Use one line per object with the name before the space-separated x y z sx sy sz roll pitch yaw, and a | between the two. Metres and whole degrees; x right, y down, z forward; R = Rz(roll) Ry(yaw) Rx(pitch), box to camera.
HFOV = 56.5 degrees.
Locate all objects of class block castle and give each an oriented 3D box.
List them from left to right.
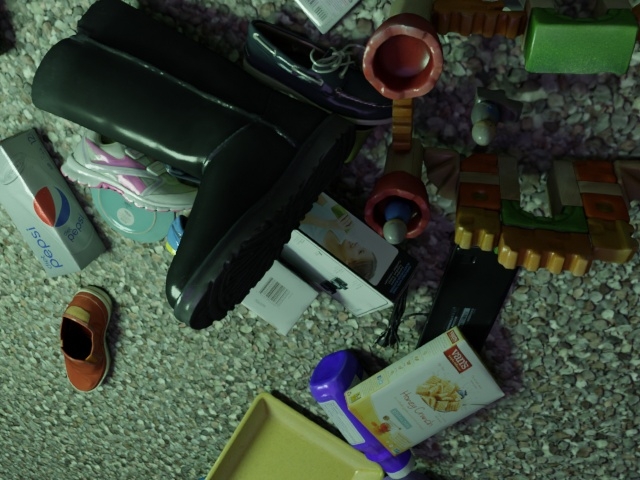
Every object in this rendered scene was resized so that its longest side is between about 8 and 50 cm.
block castle | 0.280 -0.120 0.704 0.453 0.213 0.303 5 133 9

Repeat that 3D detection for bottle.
bottle | 0.091 0.355 1.190 0.092 0.118 0.283 -25 110 31

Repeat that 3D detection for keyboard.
keyboard | 0.206 0.125 1.032 0.201 0.033 0.317 7 124 -9

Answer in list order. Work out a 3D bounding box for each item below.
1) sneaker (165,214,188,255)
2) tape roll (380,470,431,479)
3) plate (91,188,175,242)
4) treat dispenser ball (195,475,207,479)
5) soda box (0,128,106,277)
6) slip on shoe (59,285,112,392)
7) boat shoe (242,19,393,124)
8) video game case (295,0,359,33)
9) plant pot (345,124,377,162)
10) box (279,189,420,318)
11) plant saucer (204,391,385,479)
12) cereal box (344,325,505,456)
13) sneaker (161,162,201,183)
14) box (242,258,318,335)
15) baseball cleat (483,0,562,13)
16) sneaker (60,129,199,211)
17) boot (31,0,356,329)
sneaker | -0.195 0.026 1.126 0.209 0.069 0.082 32 124 1
tape roll | 0.178 0.592 1.267 0.189 0.080 0.189 -7 113 -17
plate | -0.373 -0.072 1.163 0.188 0.024 0.188 9 123 15
treat dispenser ball | -0.245 0.718 1.443 0.288 0.288 0.288 10 123 16
soda box | -0.558 -0.070 1.195 0.098 0.091 0.286 -11 116 26
slip on shoe | -0.560 0.250 1.391 0.123 0.101 0.331 25 128 3
boat shoe | 0.004 -0.248 0.865 0.254 0.095 0.079 28 138 14
video game case | 0.002 -0.417 0.801 0.183 0.023 0.201 -35 102 34
plant pot | 0.040 -0.165 0.916 0.083 0.083 0.079 25 139 5
box | 0.000 0.000 0.979 0.290 0.087 0.169 38 159 -3
plant saucer | -0.079 0.556 1.320 0.333 0.081 0.333 32 83 1
cereal box | 0.188 0.277 1.073 0.240 0.047 0.173 -34 119 11
sneaker | -0.236 -0.176 0.983 0.300 0.121 0.111 31 126 1
box | -0.093 0.073 1.035 0.130 0.170 0.091 38 88 -13
baseball cleat | 0.217 -0.307 0.768 0.206 0.072 0.109 42 142 -5
sneaker | -0.324 -0.128 1.059 0.252 0.103 0.111 20 102 -9
boot | -0.230 -0.130 0.824 0.445 0.367 0.146 31 150 11
